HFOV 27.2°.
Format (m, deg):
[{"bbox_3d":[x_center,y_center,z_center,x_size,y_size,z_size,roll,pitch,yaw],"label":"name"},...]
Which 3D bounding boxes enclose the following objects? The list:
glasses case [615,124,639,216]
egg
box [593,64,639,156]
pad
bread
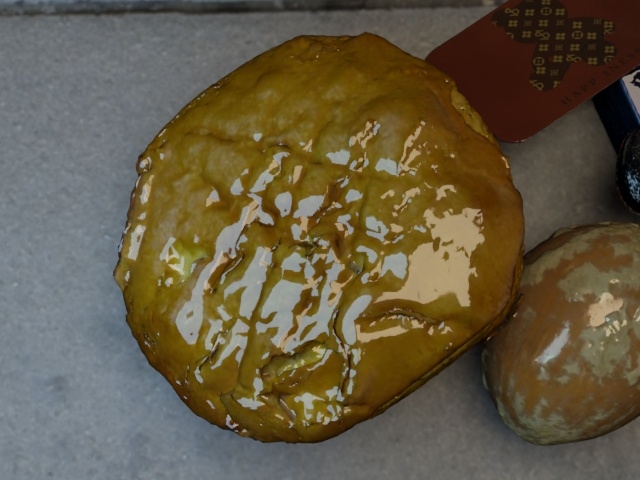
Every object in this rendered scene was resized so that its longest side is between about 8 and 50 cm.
[{"bbox_3d":[0.432,-0.059,1.336,0.267,0.067,0.103,8,83,1],"label":"glasses case"},{"bbox_3d":[0.267,0.095,1.340,0.203,0.203,0.245,36,87,0],"label":"egg"},{"bbox_3d":[0.482,-0.101,1.437,0.279,0.116,0.261,-23,85,-7],"label":"box"},{"bbox_3d":[0.257,-0.217,1.433,0.267,0.004,0.181,-34,52,-10],"label":"pad"},{"bbox_3d":[0.000,0.000,1.271,0.398,0.215,0.398,-5,77,21],"label":"bread"}]
